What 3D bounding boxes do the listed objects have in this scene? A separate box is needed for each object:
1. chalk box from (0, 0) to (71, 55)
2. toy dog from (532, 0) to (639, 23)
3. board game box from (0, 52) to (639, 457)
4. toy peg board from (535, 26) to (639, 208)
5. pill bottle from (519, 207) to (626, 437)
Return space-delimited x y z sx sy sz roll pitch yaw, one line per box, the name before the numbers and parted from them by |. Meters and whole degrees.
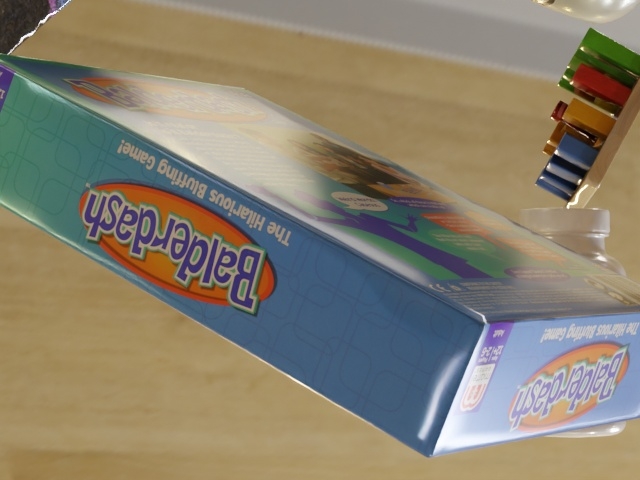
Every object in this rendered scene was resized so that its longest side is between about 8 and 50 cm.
chalk box | -0.164 -0.260 0.981 0.289 0.179 0.180 -45 -35 -17
toy dog | 0.118 -0.282 0.870 0.161 0.220 0.334 2 -97 -27
board game box | 0.000 0.000 0.630 0.160 0.210 0.047 1 -66 -57
toy peg board | 0.249 -0.112 1.756 0.079 0.161 0.160 29 -104 5
pill bottle | 0.199 0.067 1.518 0.103 0.103 0.184 2 -93 -39
